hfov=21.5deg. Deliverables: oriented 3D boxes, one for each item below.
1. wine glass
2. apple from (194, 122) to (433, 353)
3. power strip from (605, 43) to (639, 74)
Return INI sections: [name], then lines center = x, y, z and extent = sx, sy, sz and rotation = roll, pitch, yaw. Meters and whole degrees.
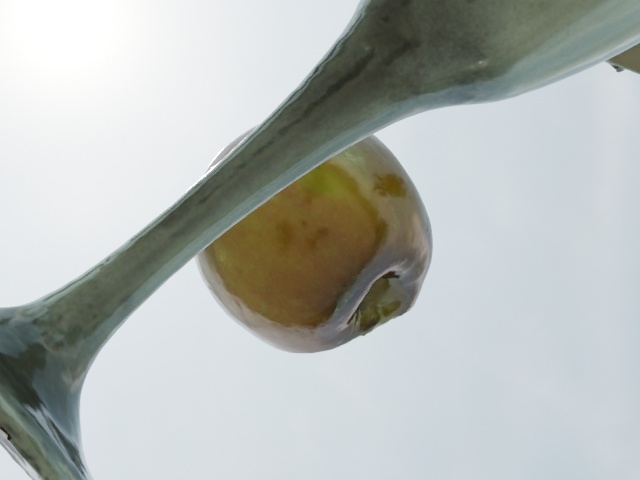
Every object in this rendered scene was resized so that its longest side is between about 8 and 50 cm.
[wine glass]
center = -0.024, -0.119, 0.446
extent = 0.309, 0.096, 0.264
rotation = -41, -74, -13
[apple]
center = -0.005, 0.003, 1.099
extent = 0.147, 0.146, 0.163
rotation = 37, -26, 41
[power strip]
center = 0.250, -0.207, 1.104
extent = 0.080, 0.048, 0.286
rotation = 21, -36, -5
